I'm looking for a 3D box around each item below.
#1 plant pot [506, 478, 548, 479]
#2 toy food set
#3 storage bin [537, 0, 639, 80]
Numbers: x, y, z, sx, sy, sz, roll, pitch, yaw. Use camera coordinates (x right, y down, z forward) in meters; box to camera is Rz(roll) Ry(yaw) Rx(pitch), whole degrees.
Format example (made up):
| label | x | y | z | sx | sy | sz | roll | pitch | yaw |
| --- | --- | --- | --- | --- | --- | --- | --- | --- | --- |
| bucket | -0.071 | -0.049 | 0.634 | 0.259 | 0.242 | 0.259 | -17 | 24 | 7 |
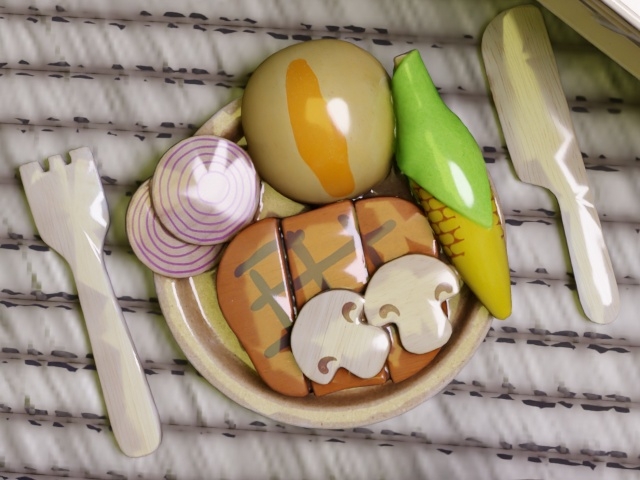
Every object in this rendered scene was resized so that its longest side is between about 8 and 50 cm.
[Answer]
| label | x | y | z | sx | sy | sz | roll | pitch | yaw |
| --- | --- | --- | --- | --- | --- | --- | --- | --- | --- |
| plant pot | 0.067 | 0.136 | 0.553 | 0.134 | 0.095 | 0.134 | 0 | 92 | 4 |
| toy food set | 0.000 | 0.000 | 0.582 | 0.192 | 0.038 | 0.132 | -18 | 90 | 5 |
| storage bin | 0.124 | -0.195 | 0.493 | 0.260 | 0.123 | 0.262 | 35 | 95 | -15 |
